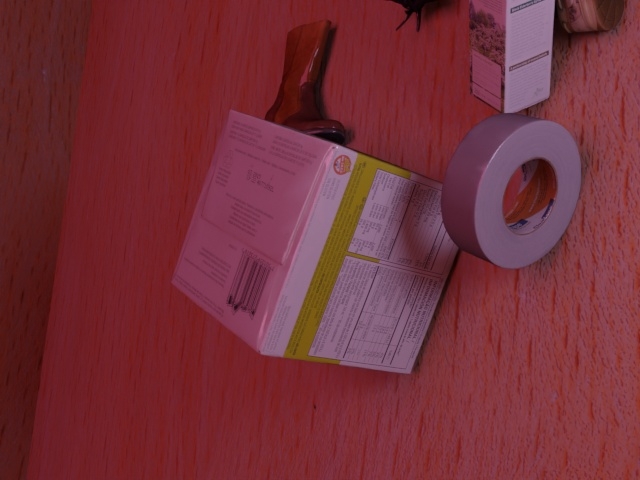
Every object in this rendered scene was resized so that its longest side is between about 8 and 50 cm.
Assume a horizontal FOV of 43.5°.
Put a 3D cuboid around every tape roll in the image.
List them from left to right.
[{"bbox_3d":[0.278,-0.072,1.163,0.072,0.219,0.219,28,103,50],"label":"tape roll"}]

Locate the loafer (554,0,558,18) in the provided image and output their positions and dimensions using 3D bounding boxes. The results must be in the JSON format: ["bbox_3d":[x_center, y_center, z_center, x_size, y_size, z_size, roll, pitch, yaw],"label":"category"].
[{"bbox_3d":[0.335,-0.382,1.280,0.220,0.078,0.080,-48,48,33],"label":"loafer"}]

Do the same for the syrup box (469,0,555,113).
[{"bbox_3d":[0.288,-0.321,1.215,0.093,0.096,0.236,47,154,46],"label":"syrup box"}]

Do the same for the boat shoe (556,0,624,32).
[{"bbox_3d":[0.357,-0.436,1.157,0.089,0.105,0.285,9,123,52],"label":"boat shoe"}]

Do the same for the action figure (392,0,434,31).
[{"bbox_3d":[0.183,-0.529,1.466,0.164,0.141,0.275,20,123,43],"label":"action figure"}]

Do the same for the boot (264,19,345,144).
[{"bbox_3d":[-0.011,-0.332,1.719,0.264,0.096,0.280,5,78,59],"label":"boot"}]

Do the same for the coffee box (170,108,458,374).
[{"bbox_3d":[0.000,0.000,1.397,0.338,0.334,0.338,29,102,51],"label":"coffee box"}]
